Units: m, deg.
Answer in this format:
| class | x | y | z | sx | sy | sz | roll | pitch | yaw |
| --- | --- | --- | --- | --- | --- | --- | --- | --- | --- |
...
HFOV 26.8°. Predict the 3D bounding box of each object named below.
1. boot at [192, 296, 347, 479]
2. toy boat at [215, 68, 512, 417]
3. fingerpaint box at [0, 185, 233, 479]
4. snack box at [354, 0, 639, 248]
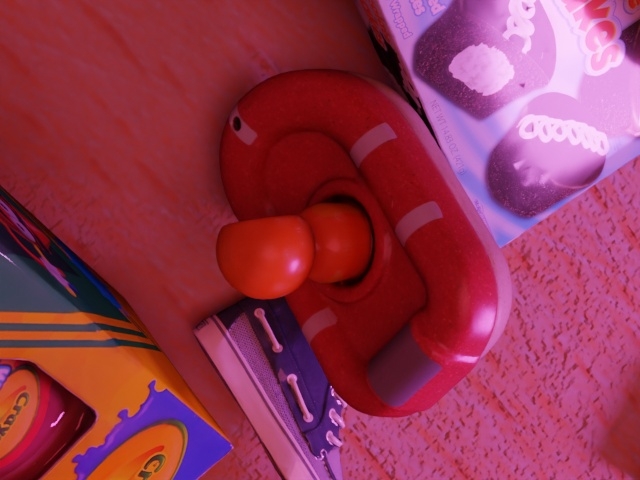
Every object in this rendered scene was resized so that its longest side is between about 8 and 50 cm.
| class | x | y | z | sx | sy | sz | roll | pitch | yaw |
| --- | --- | --- | --- | --- | --- | --- | --- | --- | --- |
| boot | -0.003 | 0.118 | 0.922 | 0.086 | 0.069 | 0.190 | -32 | 93 | -9 |
| toy boat | 0.000 | 0.000 | 0.833 | 0.151 | 0.231 | 0.151 | -5 | 146 | -43 |
| fingerpaint box | -0.320 | 0.145 | 0.720 | 0.445 | 0.163 | 0.371 | -41 | 144 | -4 |
| snack box | 0.123 | -0.160 | 0.855 | 0.187 | 0.060 | 0.322 | -34 | 130 | -5 |
